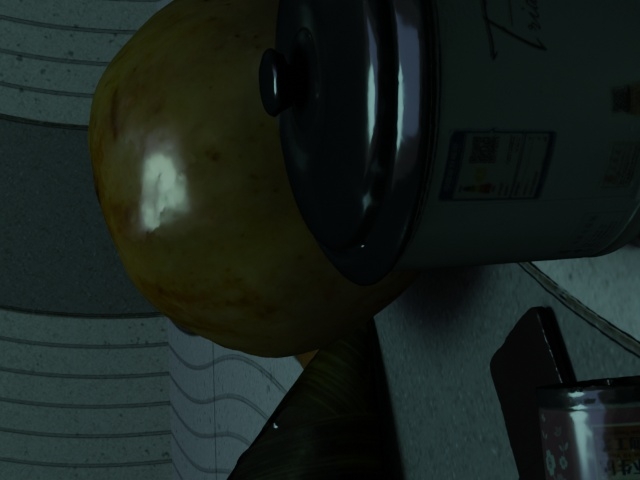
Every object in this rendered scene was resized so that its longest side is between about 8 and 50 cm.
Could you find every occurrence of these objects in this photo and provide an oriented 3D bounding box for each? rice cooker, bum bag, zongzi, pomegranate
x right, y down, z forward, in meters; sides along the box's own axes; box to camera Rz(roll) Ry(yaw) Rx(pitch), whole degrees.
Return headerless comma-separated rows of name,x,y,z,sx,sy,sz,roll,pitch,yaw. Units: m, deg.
rice cooker,0.076,-0.097,0.699,0.281,0.226,0.241,102,158,-43
bum bag,0.155,0.136,0.837,0.109,0.026,0.159,111,151,-56
zongzi,0.003,0.333,1.253,0.432,0.207,0.403,-64,-27,-29
pomegranate,-0.033,-0.069,1.010,0.338,0.338,0.338,177,90,-74

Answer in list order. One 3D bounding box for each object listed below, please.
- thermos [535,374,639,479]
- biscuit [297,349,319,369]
thermos,0.180,0.238,0.622,0.136,0.109,0.330,157,109,-72
biscuit,0.000,0.000,1.303,0.202,0.047,0.334,-119,29,-55
